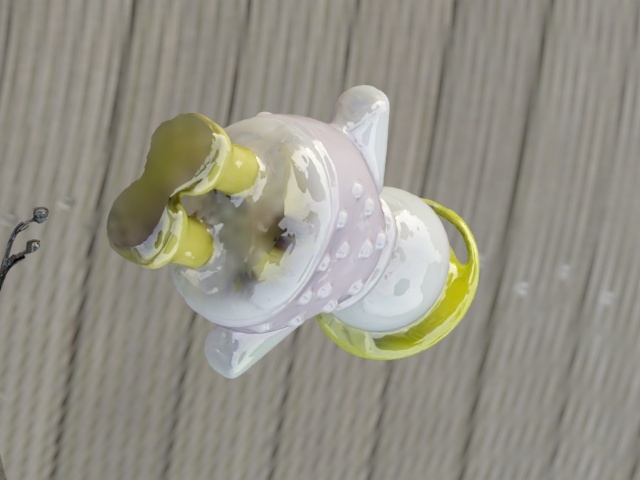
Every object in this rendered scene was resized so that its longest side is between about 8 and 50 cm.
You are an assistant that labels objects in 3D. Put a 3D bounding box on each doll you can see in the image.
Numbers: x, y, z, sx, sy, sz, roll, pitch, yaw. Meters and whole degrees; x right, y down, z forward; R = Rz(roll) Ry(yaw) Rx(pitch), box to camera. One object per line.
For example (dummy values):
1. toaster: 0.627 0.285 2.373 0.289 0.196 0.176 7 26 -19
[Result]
1. doll: 0.000 0.000 0.779 0.207 0.081 0.129 19 103 -56

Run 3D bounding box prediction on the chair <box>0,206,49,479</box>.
1. chair: -0.240 0.082 1.179 0.149 0.174 0.213 0 100 -7
